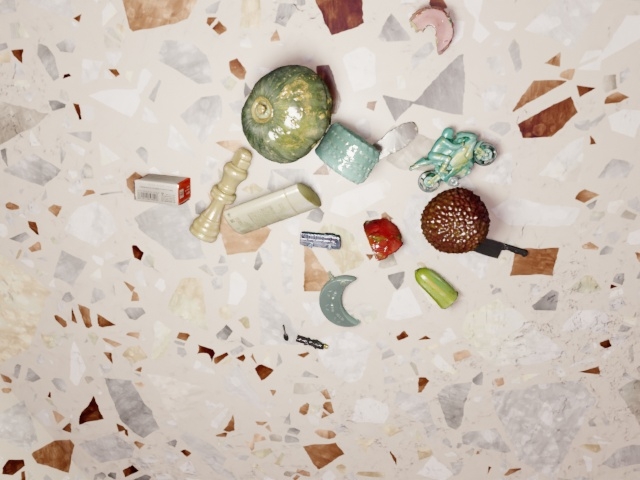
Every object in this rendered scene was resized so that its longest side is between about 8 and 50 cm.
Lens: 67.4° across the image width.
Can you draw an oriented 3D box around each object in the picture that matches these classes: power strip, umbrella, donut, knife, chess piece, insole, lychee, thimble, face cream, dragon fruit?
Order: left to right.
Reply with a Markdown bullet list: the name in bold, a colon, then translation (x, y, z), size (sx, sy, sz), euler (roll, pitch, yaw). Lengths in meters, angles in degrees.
- **chess piece**: translation (-0.374, -0.181, 1.868), size (0.117, 0.117, 0.397), euler (31, 108, -4)
- **face cream**: translation (-0.183, -0.123, 1.844), size (0.349, 0.173, 0.081), euler (-19, 62, 13)
- **umbrella**: translation (-0.037, 0.444, 2.077), size (0.144, 0.037, 0.040), euler (16, 111, 3)
- **power strip**: translation (0.075, 0.241, 1.984), size (0.168, 0.054, 0.253), euler (-6, 109, 8)
- **thimble**: translation (0.102, -0.308, 1.708), size (0.235, 0.198, 0.143), euler (45, 110, 27)
- **dragon fruit**: translation (0.237, -0.011, 1.828), size (0.121, 0.161, 0.127), euler (-25, 115, 16)
- **insole**: translation (0.248, -0.354, 1.779), size (0.248, 0.011, 0.081), euler (-29, 100, 17)
- **donut**: translation (0.385, -0.719, 1.607), size (0.166, 0.065, 0.117), euler (44, 110, -10)
- **lychee**: translation (0.493, -0.060, 1.717), size (0.271, 0.271, 0.271), euler (2, 109, 6)
- **knife**: translation (0.674, 0.033, 1.858), size (0.245, 0.019, 0.072), euler (16, 114, 4)

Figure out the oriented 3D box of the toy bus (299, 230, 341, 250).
- **toy bus**: translation (0.000, 0.000, 1.914), size (0.166, 0.047, 0.065), euler (6, 106, 6)

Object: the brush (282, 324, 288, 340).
- **brush**: translation (-0.155, 0.403, 2.093), size (0.024, 0.008, 0.083), euler (-5, 109, 12)

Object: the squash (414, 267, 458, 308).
- **squash**: translation (0.449, 0.175, 1.895), size (0.188, 0.095, 0.095), euler (44, 108, -8)

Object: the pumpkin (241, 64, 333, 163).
- **pumpkin**: translation (-0.107, -0.436, 1.657), size (0.328, 0.257, 0.291), euler (-34, 79, 33)

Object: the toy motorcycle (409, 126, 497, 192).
- **toy motorcycle**: translation (0.467, -0.297, 1.722), size (0.296, 0.109, 0.198), euler (-32, 100, 15)

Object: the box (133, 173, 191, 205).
- **box**: translation (-0.616, -0.197, 1.879), size (0.182, 0.133, 0.099), euler (6, 109, 3)
